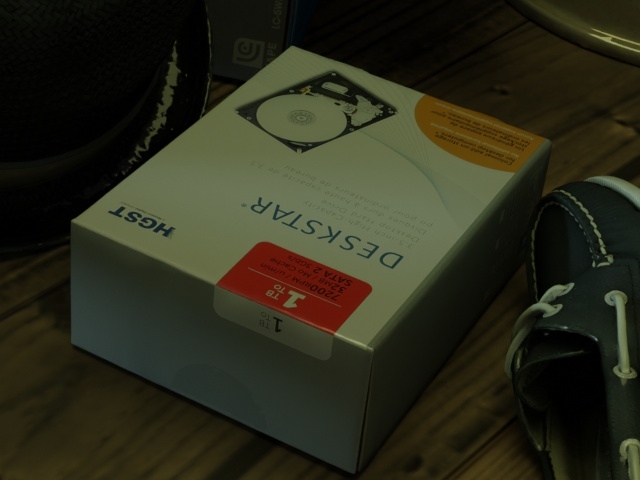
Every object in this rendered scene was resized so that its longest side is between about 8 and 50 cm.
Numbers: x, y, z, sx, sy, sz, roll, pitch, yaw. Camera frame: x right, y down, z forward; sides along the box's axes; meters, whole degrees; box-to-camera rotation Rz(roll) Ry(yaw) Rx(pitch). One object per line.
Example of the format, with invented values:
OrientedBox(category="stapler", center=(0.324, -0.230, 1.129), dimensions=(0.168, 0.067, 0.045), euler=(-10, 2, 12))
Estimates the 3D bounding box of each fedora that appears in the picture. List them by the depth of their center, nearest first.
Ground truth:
OrientedBox(category="fedora", center=(-0.187, -0.152, 0.868), dimensions=(0.334, 0.152, 0.334), euler=(9, 70, -28))

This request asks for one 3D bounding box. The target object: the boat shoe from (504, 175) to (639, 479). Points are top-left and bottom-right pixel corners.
OrientedBox(category="boat shoe", center=(0.143, 0.070, 0.781), dimensions=(0.091, 0.114, 0.302), euler=(4, 36, -14))

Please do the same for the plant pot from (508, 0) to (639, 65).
OrientedBox(category="plant pot", center=(0.311, -0.340, 1.191), dimensions=(0.334, 0.305, 0.334), euler=(5, 37, -4))

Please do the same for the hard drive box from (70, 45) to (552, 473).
OrientedBox(category="hard drive box", center=(0.000, 0.000, 0.869), dimensions=(0.181, 0.089, 0.232), euler=(22, 40, 19))

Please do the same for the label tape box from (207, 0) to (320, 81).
OrientedBox(category="label tape box", center=(-0.157, -0.243, 1.149), dimensions=(0.334, 0.106, 0.240), euler=(12, 37, 5))
